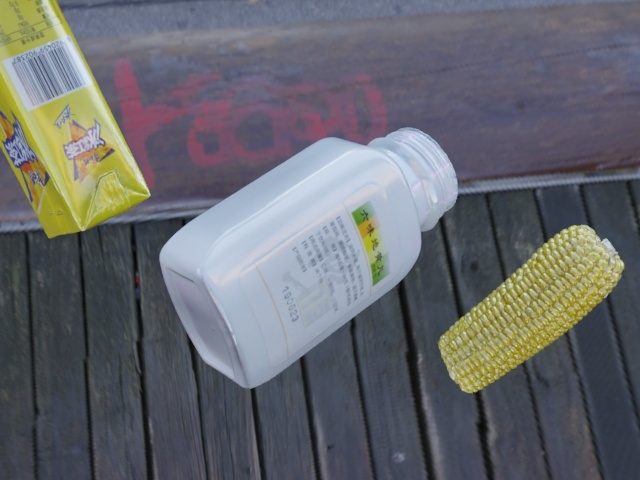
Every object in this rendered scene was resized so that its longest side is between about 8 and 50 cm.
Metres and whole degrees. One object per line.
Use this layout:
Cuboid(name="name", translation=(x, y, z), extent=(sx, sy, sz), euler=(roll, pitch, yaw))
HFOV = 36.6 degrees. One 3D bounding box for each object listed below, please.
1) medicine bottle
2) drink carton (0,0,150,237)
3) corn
Cuboid(name="medicine bottle", translation=(0.000, 0.000, 1.027), extent=(0.324, 0.179, 0.124), euler=(-34, 32, -25))
Cuboid(name="drink carton", translation=(-0.353, -0.182, 1.198), extent=(0.111, 0.154, 0.351), euler=(-32, 103, -29))
Cuboid(name="corn", translation=(0.244, 0.083, 1.135), extent=(0.244, 0.093, 0.093), euler=(-44, 76, 17))
